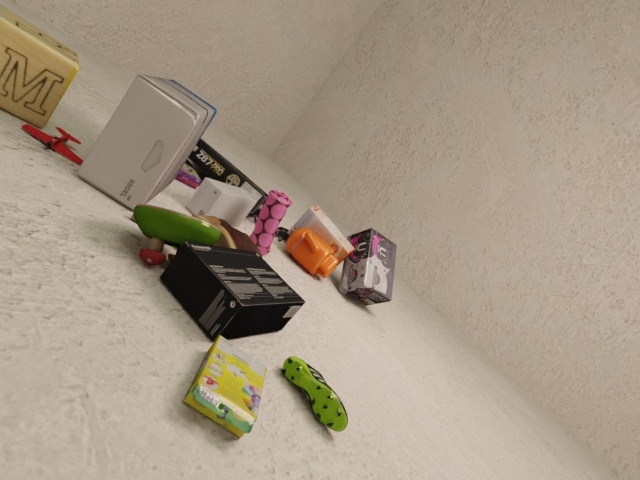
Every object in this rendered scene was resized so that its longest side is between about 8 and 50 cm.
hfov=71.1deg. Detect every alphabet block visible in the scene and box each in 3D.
[{"bbox_3d":[-0.747,-0.434,1.117,0.197,0.193,0.192,29,14,-40],"label":"alphabet block"}]

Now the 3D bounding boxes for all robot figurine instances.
[{"bbox_3d":[-0.036,0.038,1.651,0.219,0.128,0.158,41,11,15],"label":"robot figurine"}]

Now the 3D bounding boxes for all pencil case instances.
[{"bbox_3d":[-0.162,-0.061,1.436,0.095,0.209,0.098,37,25,15],"label":"pencil case"}]

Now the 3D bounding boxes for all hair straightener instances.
[{"bbox_3d":[-0.169,-0.037,1.758,0.230,0.047,0.089,31,12,-33],"label":"hair straightener"}]

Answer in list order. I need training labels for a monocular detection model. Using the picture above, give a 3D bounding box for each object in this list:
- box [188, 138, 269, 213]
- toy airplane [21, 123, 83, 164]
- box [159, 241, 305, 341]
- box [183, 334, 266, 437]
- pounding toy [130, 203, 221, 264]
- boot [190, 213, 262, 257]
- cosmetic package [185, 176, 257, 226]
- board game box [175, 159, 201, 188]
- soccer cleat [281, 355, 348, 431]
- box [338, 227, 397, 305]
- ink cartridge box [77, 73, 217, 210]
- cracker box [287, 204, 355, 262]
[{"bbox_3d":[-0.363,-0.253,1.776,0.395,0.097,0.318,41,-1,2],"label":"box"},{"bbox_3d":[-0.643,-0.245,1.105,0.151,0.028,0.151,38,10,-8],"label":"toy airplane"},{"bbox_3d":[-0.176,0.106,0.953,0.184,0.103,0.261,45,13,22],"label":"box"},{"bbox_3d":[-0.143,0.228,0.699,0.105,0.043,0.179,37,8,-8],"label":"box"},{"bbox_3d":[-0.324,0.007,0.962,0.183,0.110,0.237,20,-12,-26],"label":"pounding toy"},{"bbox_3d":[-0.226,0.015,1.210,0.207,0.090,0.248,23,14,-48],"label":"boot"},{"bbox_3d":[-0.312,-0.118,1.438,0.085,0.117,0.231,40,9,17],"label":"cosmetic package"},{"bbox_3d":[-0.574,-0.321,1.632,0.208,0.056,0.347,23,17,-41],"label":"board game box"},{"bbox_3d":[-0.003,0.289,0.864,0.179,0.060,0.072,41,9,33],"label":"soccer cleat"},{"bbox_3d":[0.187,0.103,1.737,0.163,0.142,0.247,32,55,-33],"label":"box"},{"bbox_3d":[-0.439,-0.274,1.204,0.166,0.285,0.395,33,10,-16],"label":"ink cartridge box"},{"bbox_3d":[0.000,0.000,1.736,0.232,0.156,0.067,50,31,8],"label":"cracker box"}]
